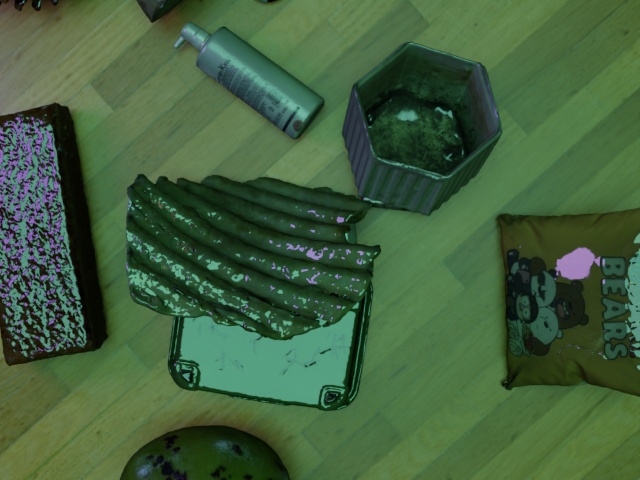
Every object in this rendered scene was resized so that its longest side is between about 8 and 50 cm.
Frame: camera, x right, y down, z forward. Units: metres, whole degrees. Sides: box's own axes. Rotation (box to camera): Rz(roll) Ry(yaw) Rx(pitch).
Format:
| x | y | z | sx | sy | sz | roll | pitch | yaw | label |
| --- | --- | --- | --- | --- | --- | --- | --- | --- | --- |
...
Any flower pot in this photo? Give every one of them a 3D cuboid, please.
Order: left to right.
| x | y | z | sx | sy | sz | roll | pitch | yaw | label |
| --- | --- | --- | --- | --- | --- | --- | --- | --- | --- |
| 0.154 | -0.172 | 1.649 | 0.239 | 0.189 | 0.209 | 17 | 72 | -1 | flower pot |

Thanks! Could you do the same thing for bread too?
| x | y | z | sx | sy | sz | roll | pitch | yaw | label |
| --- | --- | --- | --- | --- | --- | --- | --- | --- | --- |
| -0.469 | -0.010 | 1.729 | 0.165 | 0.113 | 0.416 | -9 | 90 | 1 | bread |

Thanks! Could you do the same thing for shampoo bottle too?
| x | y | z | sx | sy | sz | roll | pitch | yaw | label |
| --- | --- | --- | --- | --- | --- | --- | --- | --- | --- |
| -0.120 | -0.277 | 1.728 | 0.262 | 0.085 | 0.085 | 37 | 92 | 1 | shampoo bottle |

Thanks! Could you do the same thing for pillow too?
| x | y | z | sx | sy | sz | roll | pitch | yaw | label |
| --- | --- | --- | --- | --- | --- | --- | --- | --- | --- |
| 0.416 | 0.098 | 1.656 | 0.312 | 0.119 | 0.310 | -1 | 90 | 43 | pillow |

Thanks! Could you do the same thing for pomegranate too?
| x | y | z | sx | sy | sz | roll | pitch | yaw | label |
| --- | --- | --- | --- | --- | --- | --- | --- | --- | --- |
| -0.189 | 0.430 | 1.628 | 0.291 | 0.323 | 0.290 | 0 | 93 | 8 | pomegranate |

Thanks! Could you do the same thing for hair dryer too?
| x | y | z | sx | sy | sz | roll | pitch | yaw | label |
| --- | --- | --- | --- | --- | --- | --- | --- | --- | --- |
| 0.000 | 0.000 | 1.761 | 0.124 | 0.038 | 0.063 | -6 | 90 | 9 | hair dryer |

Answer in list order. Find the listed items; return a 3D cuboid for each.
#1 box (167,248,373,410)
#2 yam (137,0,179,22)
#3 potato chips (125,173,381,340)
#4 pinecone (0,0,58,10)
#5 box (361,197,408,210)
| x | y | z | sx | sy | sz | roll | pitch | yaw | label |
| --- | --- | --- | --- | --- | --- | --- | --- | --- | --- |
| -0.086 | 0.150 | 1.691 | 0.329 | 0.178 | 0.252 | 8 | 93 | 1 | box |
| -0.284 | -0.504 | 1.690 | 0.161 | 0.161 | 0.268 | -34 | 90 | 2 | yam |
| -0.109 | -0.009 | 1.603 | 0.389 | 0.373 | 0.097 | 7 | 127 | -5 | potato chips |
| -0.497 | -0.486 | 1.664 | 0.264 | 0.264 | 0.264 | 0 | 91 | 1 | pinecone |
| 0.119 | -0.082 | 1.747 | 0.098 | 0.045 | 0.062 | 9 | 91 | 2 | box |
